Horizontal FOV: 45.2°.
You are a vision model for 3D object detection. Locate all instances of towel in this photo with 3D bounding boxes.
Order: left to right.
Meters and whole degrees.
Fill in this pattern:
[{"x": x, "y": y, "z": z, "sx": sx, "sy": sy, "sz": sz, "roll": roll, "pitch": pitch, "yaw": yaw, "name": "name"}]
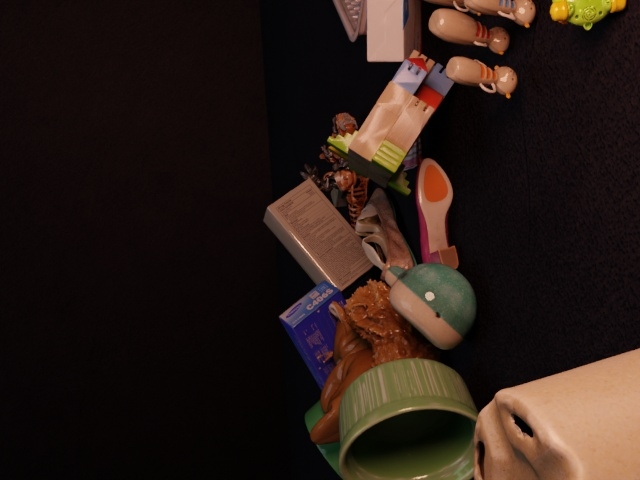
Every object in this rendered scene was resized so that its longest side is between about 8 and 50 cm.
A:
[{"x": 0.193, "y": -0.263, "z": 1.780, "sx": 0.144, "sy": 0.029, "sz": 0.197, "roll": 173, "pitch": 91, "yaw": -76, "name": "towel"}]

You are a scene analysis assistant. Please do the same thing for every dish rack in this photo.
[{"x": 0.092, "y": -0.698, "z": 1.941, "sx": 0.285, "sy": 0.072, "sz": 0.332, "roll": 101, "pitch": 159, "yaw": -48, "name": "dish rack"}]

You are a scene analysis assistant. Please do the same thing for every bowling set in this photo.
[{"x": 0.276, "y": -0.381, "z": 1.215, "sx": 0.200, "sy": 0.154, "sz": 0.287, "roll": -51, "pitch": 41, "yaw": 45, "name": "bowling set"}]

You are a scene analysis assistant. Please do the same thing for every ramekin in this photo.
[{"x": 0.178, "y": 0.378, "z": 1.547, "sx": 0.148, "sy": 0.304, "sz": 0.303, "roll": -100, "pitch": 12, "yaw": -51, "name": "ramekin"}]

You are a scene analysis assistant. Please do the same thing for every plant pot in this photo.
[{"x": 0.337, "y": 0.240, "z": 0.775, "sx": 0.334, "sy": 0.306, "sz": 0.333, "roll": 175, "pitch": 90, "yaw": -76, "name": "plant pot"}]

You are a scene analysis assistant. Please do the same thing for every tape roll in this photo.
[{"x": 0.094, "y": 0.547, "z": 2.007, "sx": 0.321, "sy": 0.077, "sz": 0.321, "roll": 46, "pitch": -174, "yaw": -6, "name": "tape roll"}]

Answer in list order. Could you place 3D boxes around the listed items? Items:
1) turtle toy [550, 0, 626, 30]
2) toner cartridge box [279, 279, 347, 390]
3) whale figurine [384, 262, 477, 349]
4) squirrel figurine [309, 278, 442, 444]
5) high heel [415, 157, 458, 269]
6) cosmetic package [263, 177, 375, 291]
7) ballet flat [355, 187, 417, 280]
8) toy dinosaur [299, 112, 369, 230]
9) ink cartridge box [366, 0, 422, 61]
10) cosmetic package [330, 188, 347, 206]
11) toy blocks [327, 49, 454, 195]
[{"x": 0.343, "y": -0.339, "z": 1.011, "sx": 0.066, "sy": 0.095, "sz": 0.130, "roll": 19, "pitch": -115, "yaw": -81, "name": "turtle toy"}, {"x": 0.032, "y": 0.287, "z": 2.093, "sx": 0.075, "sy": 0.165, "sz": 0.347, "roll": 31, "pitch": 153, "yaw": 49, "name": "toner cartridge box"}, {"x": 0.230, "y": 0.114, "z": 1.564, "sx": 0.216, "sy": 0.141, "sz": 0.272, "roll": 42, "pitch": -176, "yaw": -3, "name": "whale figurine"}, {"x": 0.141, "y": 0.274, "z": 1.859, "sx": 0.370, "sy": 0.281, "sz": 0.397, "roll": -95, "pitch": 23, "yaw": -51, "name": "squirrel figurine"}, {"x": 0.232, "y": -0.046, "z": 1.613, "sx": 0.117, "sy": 0.082, "sz": 0.244, "roll": 155, "pitch": 100, "yaw": -74, "name": "high heel"}, {"x": 0.000, "y": 0.000, "z": 2.138, "sx": 0.309, "sy": 0.160, "sz": 0.113, "roll": 51, "pitch": 159, "yaw": 10, "name": "cosmetic package"}, {"x": 0.147, "y": -0.019, "z": 1.906, "sx": 0.316, "sy": 0.106, "sz": 0.107, "roll": -109, "pitch": 19, "yaw": -46, "name": "ballet flat"}, {"x": 0.063, "y": -0.182, "z": 2.136, "sx": 0.218, "sy": 0.164, "sz": 0.321, "roll": -5, "pitch": 75, "yaw": 62, "name": "toy dinosaur"}, {"x": 0.162, "y": -0.444, "z": 1.606, "sx": 0.231, "sy": 0.078, "sz": 0.134, "roll": -38, "pitch": -51, "yaw": -66, "name": "ink cartridge box"}, {"x": 0.063, "y": -0.162, "z": 2.343, "sx": 0.115, "sy": 0.041, "sz": 0.060, "roll": 100, "pitch": 159, "yaw": -48, "name": "cosmetic package"}, {"x": 0.164, "y": -0.249, "z": 1.521, "sx": 0.260, "sy": 0.191, "sz": 0.381, "roll": -57, "pitch": -2, "yaw": 1, "name": "toy blocks"}]
